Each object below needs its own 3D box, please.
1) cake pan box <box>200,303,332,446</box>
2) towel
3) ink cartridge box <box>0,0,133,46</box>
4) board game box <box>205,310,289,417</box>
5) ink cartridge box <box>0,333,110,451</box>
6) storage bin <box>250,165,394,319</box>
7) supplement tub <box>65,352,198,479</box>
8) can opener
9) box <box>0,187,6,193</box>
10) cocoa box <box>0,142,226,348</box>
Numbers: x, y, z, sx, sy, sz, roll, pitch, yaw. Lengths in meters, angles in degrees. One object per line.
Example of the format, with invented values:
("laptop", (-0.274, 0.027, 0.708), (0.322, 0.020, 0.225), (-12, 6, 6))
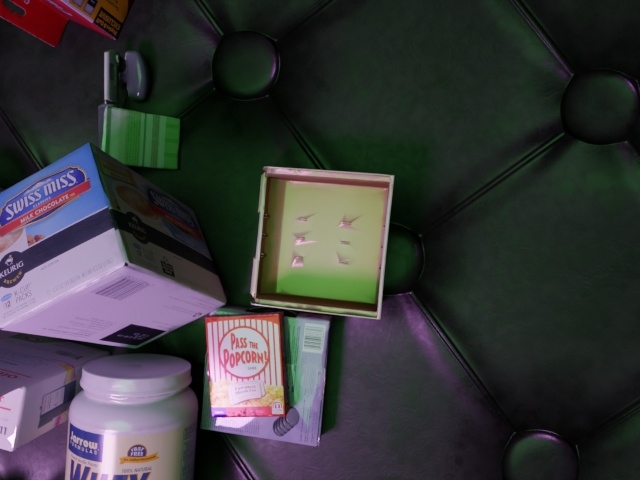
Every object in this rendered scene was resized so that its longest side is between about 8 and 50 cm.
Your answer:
("cake pan box", (-0.108, 0.262, 1.084), (0.246, 0.070, 0.266), (4, 91, 6))
("towel", (-0.368, -0.207, 1.105), (0.152, 0.023, 0.113), (4, 92, -28))
("ink cartridge box", (-0.488, -0.515, 1.012), (0.130, 0.309, 0.271), (26, 94, 7))
("board game box", (-0.140, 0.237, 1.032), (0.147, 0.045, 0.193), (-4, 89, 8))
("ink cartridge box", (-0.583, 0.277, 1.003), (0.207, 0.353, 0.119), (12, 92, 8))
("storage bin", (0.000, 0.000, 1.040), (0.261, 0.123, 0.262), (5, 91, 7))
("supplement tub", (-0.360, 0.399, 1.033), (0.236, 0.235, 0.324), (4, 91, 8))
("can opener", (-0.408, -0.256, 1.119), (0.095, 0.076, 0.283), (-1, 91, 9))
("box", (-0.772, -0.049, 1.132), (0.181, 0.119, 0.181), (24, 93, 19))
("cocoa box", (-0.366, 0.032, 0.958), (0.232, 0.347, 0.227), (-26, 69, 7))
